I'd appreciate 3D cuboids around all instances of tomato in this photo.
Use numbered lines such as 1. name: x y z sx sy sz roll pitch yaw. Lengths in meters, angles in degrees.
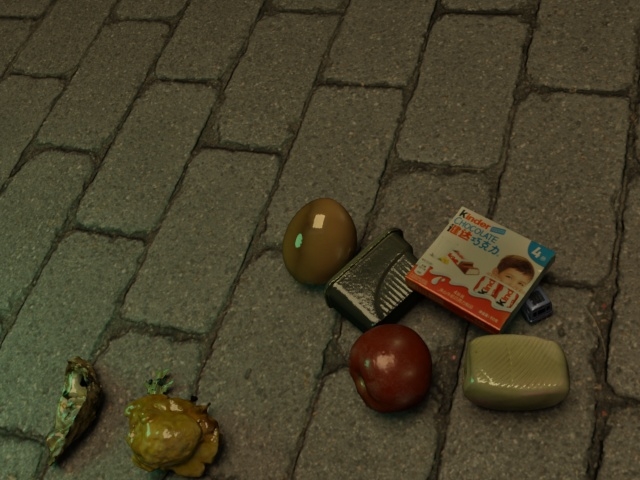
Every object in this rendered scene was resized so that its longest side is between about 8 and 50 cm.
1. tomato: 0.172 0.301 1.860 0.185 0.208 0.208 -21 50 -18

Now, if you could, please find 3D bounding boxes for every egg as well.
1. egg: 0.000 0.000 2.119 0.201 0.244 0.201 7 31 -4

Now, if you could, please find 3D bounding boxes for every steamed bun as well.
1. steamed bun: 0.443 0.314 1.808 0.239 0.152 0.170 4 48 2

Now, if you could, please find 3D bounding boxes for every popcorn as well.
1. popcorn: -0.366 0.467 1.917 0.254 0.190 0.191 -1 62 12

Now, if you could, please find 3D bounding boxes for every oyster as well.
1. oyster: -0.658 0.457 2.091 0.166 0.094 0.294 0 64 40

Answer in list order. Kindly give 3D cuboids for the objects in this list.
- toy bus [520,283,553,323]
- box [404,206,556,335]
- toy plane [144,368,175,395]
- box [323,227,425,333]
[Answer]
1. toy bus: 0.509 0.120 1.964 0.073 0.076 0.167 -26 51 -4
2. box: 0.395 0.070 1.946 0.273 0.048 0.265 29 65 27
3. toy plane: -0.434 0.391 2.085 0.102 0.040 0.111 -12 48 33
4. box: 0.163 0.117 2.050 0.274 0.138 0.178 -41 63 -13
